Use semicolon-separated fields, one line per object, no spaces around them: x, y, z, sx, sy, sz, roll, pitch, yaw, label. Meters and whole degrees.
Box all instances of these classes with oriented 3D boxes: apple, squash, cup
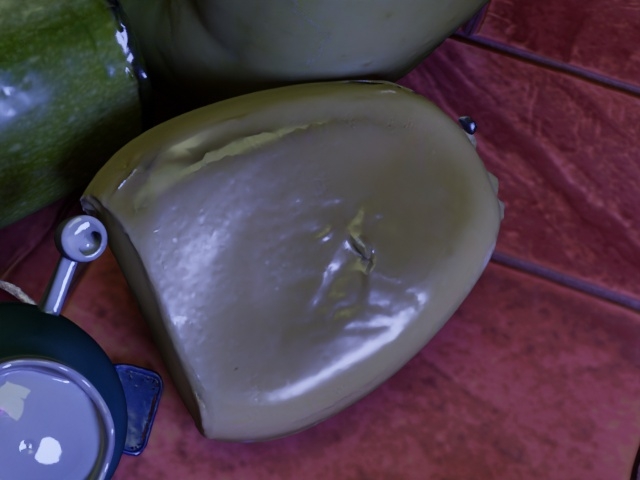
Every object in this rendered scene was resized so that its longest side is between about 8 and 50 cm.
-0.026;-0.335;1.040;0.473;0.474;0.474;2;54;-3;apple
-0.360;-0.102;0.949;0.384;0.263;0.263;-29;61;-24;squash
-0.206;0.125;0.809;0.167;0.173;0.300;20;84;-20;cup

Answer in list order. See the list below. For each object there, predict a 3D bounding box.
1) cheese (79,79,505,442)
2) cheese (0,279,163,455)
0.000;0.000;0.929;0.315;0.128;0.260;-24;100;-16;cheese
-0.247;0.104;0.929;0.244;0.062;0.155;17;58;-9;cheese
